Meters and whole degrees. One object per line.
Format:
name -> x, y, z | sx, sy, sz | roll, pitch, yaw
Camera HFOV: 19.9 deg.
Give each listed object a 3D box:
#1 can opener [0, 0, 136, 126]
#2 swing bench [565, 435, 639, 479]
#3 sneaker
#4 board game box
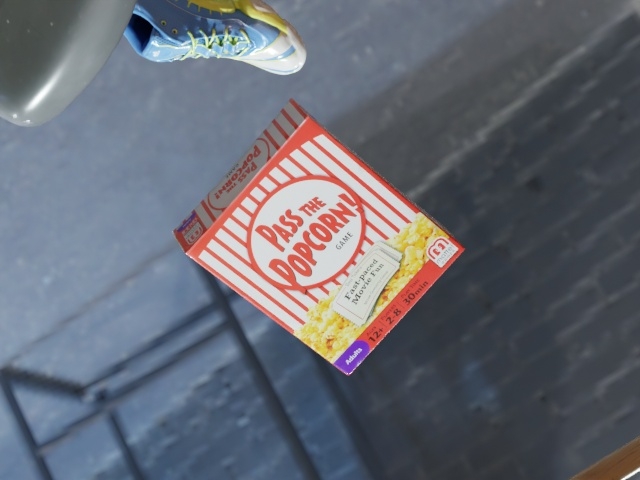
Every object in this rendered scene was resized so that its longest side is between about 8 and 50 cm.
can opener -> -0.075, -0.179, 0.630 | 0.074, 0.093, 0.280 | -38, 151, -64
swing bench -> 0.169, 0.291, 1.147 | 0.254, 0.253, 0.165 | -28, 168, -15
sneaker -> -0.137, -0.228, 2.036 | 0.091, 0.240, 0.126 | -49, -166, 57
board game box -> 0.000, 0.000, 1.476 | 0.193, 0.045, 0.147 | 38, 97, -30
